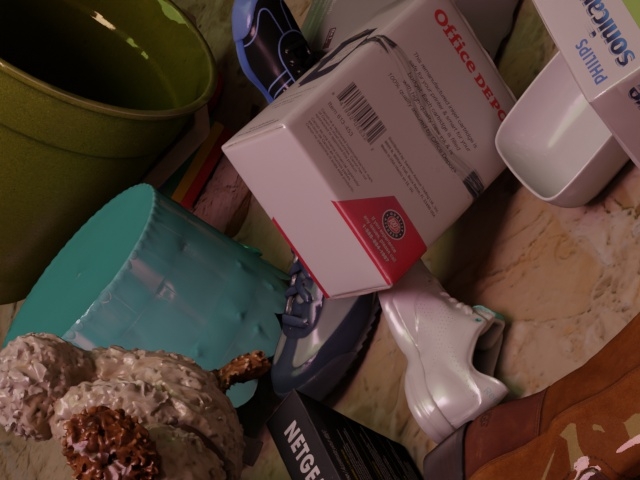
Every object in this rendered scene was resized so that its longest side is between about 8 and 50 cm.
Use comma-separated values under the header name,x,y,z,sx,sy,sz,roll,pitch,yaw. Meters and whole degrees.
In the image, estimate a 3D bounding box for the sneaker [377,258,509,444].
name,x,y,z,sx,sy,sz,roll,pitch,yaw
sneaker,0.113,0.076,1.389,0.094,0.080,0.212,-33,43,18

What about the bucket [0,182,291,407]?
name,x,y,z,sx,sy,sz,roll,pitch,yaw
bucket,-0.183,0.089,1.640,0.281,0.183,0.281,-41,22,20

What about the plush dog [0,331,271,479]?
name,x,y,z,sx,sy,sz,roll,pitch,yaw
plush dog,-0.125,0.191,1.270,0.210,0.262,0.225,-22,29,4

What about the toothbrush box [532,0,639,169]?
name,x,y,z,sx,sy,sz,roll,pitch,yaw
toothbrush box,0.317,-0.204,1.211,0.283,0.122,0.206,-34,37,14

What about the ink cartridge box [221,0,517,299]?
name,x,y,z,sx,sy,sz,roll,pitch,yaw
ink cartridge box,0.057,-0.089,1.417,0.100,0.172,0.237,-15,24,52

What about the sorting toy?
name,x,y,z,sx,sy,sz,roll,pitch,yaw
sorting toy,-0.210,-0.117,2.003,0.255,0.089,0.257,-44,34,25

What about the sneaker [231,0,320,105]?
name,x,y,z,sx,sy,sz,roll,pitch,yaw
sneaker,-0.012,-0.155,1.641,0.090,0.232,0.081,-1,29,43

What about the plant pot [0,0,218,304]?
name,x,y,z,sx,sy,sz,roll,pitch,yaw
plant pot,-0.361,-0.127,1.848,0.353,0.366,0.366,-56,28,29

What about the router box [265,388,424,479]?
name,x,y,z,sx,sy,sz,roll,pitch,yaw
router box,0.039,0.209,1.310,0.046,0.133,0.179,-52,31,13

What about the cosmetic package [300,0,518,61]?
name,x,y,z,sx,sy,sz,roll,pitch,yaw
cosmetic package,0.087,-0.228,1.644,0.238,0.107,0.127,-8,56,58

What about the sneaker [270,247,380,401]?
name,x,y,z,sx,sy,sz,roll,pitch,yaw
sneaker,0.000,0.000,1.548,0.112,0.131,0.319,-2,63,55

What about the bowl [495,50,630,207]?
name,x,y,z,sx,sy,sz,roll,pitch,yaw
bowl,0.228,-0.100,1.373,0.142,0.053,0.142,-53,31,14

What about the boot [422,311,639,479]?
name,x,y,z,sx,sy,sz,roll,pitch,yaw
boot,0.217,0.180,1.151,0.280,0.096,0.264,-37,29,22

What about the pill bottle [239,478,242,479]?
name,x,y,z,sx,sy,sz,roll,pitch,yaw
pill bottle,-0.163,0.339,1.469,0.162,0.162,0.278,-20,49,48
